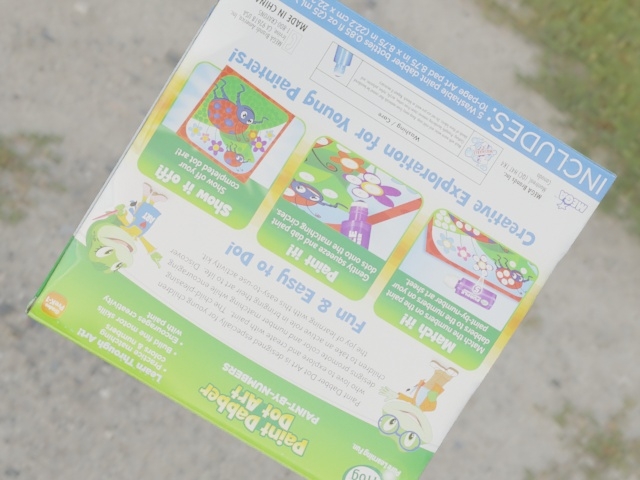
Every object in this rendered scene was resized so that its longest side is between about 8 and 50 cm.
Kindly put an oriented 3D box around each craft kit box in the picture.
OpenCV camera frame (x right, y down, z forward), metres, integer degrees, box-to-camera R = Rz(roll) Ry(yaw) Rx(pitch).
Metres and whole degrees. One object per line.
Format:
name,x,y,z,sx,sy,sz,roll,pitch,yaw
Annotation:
craft kit box,0.000,0.000,0.954,0.250,0.246,0.061,32,4,-7
